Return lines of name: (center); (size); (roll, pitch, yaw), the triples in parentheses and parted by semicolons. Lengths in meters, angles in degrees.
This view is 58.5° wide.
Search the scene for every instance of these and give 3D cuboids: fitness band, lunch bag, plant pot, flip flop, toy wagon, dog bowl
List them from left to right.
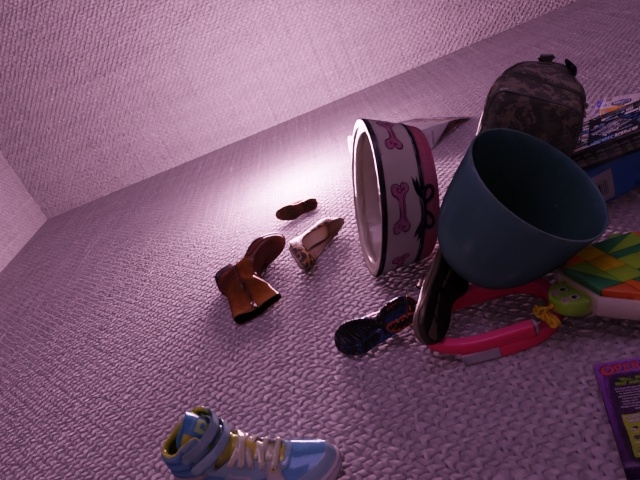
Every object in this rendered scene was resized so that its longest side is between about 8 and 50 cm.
dog bowl: (0.186, -0.115, 1.473); (0.150, 0.408, 0.408); (-7, 26, -5)
flip flop: (0.239, 0.113, 1.206); (0.080, 0.112, 0.277); (-23, 24, 41)
fitness band: (0.346, 0.155, 1.184); (0.291, 0.054, 0.209); (-18, 27, 10)
plant pot: (0.374, -0.039, 1.152); (0.293, 0.235, 0.293); (13, 47, -14)
lunch bag: (0.468, -0.245, 1.308); (0.212, 0.305, 0.256); (16, 38, 13)
toy wagon: (0.566, 0.077, 1.077); (0.344, 0.068, 0.267); (-16, 24, -11)

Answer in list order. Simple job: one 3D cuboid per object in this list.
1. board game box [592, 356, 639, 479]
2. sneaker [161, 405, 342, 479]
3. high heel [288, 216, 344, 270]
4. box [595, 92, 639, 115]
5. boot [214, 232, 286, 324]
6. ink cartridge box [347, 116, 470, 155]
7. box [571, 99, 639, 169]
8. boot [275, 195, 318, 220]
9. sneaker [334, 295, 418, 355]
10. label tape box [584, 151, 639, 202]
board game box: (0.599, 0.232, 0.820); (0.347, 0.056, 0.208); (-16, 31, 22)
sneaker: (-0.136, 0.374, 1.007); (0.319, 0.208, 0.127); (-18, 25, 11)
high heel: (0.000, 0.000, 1.712); (0.186, 0.093, 0.261); (-30, 17, 3)
box: (0.943, -0.428, 1.798); (0.136, 0.028, 0.081); (-3, 33, 41)
boot: (-0.177, 0.100, 1.683); (0.264, 0.096, 0.280); (-30, 27, -11)
ink cartridge box: (0.349, -0.408, 2.241); (0.385, 0.091, 0.308); (-20, 20, -33)
box: (0.700, -0.254, 1.347); (0.220, 0.051, 0.175); (-21, 23, 37)
boot: (-0.093, -0.119, 2.070); (0.158, 0.059, 0.084); (-20, 22, -10)
sneaker: (0.131, 0.195, 1.277); (0.221, 0.083, 0.087); (-27, -16, 19)
label tape box: (0.652, -0.200, 1.524); (0.249, 0.115, 0.347); (-28, 24, -6)
